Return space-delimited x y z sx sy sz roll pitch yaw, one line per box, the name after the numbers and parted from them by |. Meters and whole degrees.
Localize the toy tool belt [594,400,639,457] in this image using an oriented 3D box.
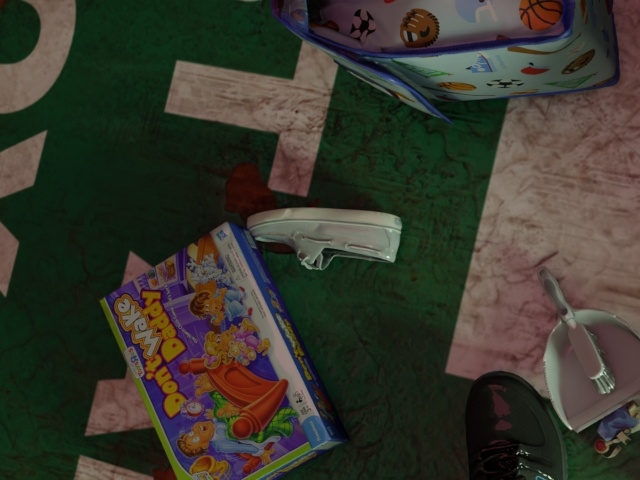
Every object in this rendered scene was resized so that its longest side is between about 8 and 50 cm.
0.378 0.240 1.901 0.083 0.051 0.052 -48 68 10 | toy tool belt

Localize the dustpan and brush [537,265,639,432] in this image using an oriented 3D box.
0.335 0.123 1.929 0.147 0.060 0.211 -35 50 17 | dustpan and brush

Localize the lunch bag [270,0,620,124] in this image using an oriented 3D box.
0.167 -0.289 1.918 0.386 0.328 0.238 -4 83 20 | lunch bag

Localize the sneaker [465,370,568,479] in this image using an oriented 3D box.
0.251 0.331 1.893 0.125 0.140 0.340 -16 75 21 | sneaker

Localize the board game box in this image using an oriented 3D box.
-0.140 0.182 2.108 0.233 0.078 0.347 -32 72 15 | board game box

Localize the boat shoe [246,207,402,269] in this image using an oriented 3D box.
0.001 0.000 2.075 0.228 0.079 0.081 1 79 19 | boat shoe
